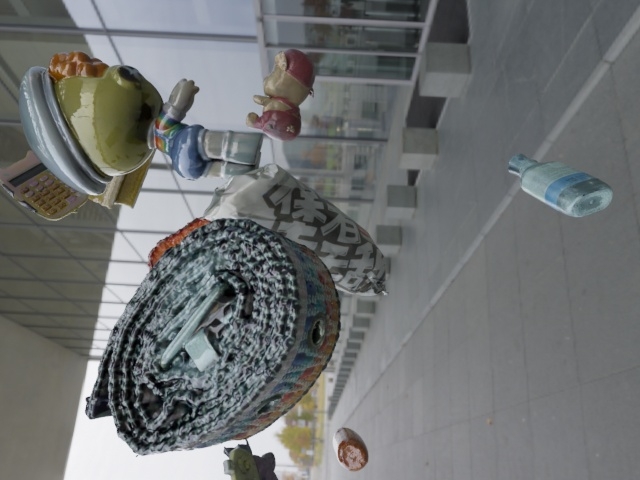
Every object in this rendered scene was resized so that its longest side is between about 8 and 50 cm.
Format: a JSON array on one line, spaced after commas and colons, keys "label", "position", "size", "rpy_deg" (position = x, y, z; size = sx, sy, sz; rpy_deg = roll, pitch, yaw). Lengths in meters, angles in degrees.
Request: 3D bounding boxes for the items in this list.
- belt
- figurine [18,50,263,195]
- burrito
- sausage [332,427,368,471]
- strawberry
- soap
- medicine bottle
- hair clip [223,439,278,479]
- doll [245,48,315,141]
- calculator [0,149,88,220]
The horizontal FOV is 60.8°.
[{"label": "belt", "position": [-0.110, 0.121, 0.640], "size": [0.295, 0.206, 0.160], "rpy_deg": [-55, -24, 6]}, {"label": "figurine", "position": [-0.286, -0.171, 0.862], "size": [0.225, 0.381, 0.205], "rpy_deg": [80, -162, -56]}, {"label": "burrito", "position": [0.000, 0.000, 0.962], "size": [0.101, 0.445, 0.139], "rpy_deg": [29, 89, 50]}, {"label": "sausage", "position": [0.068, 0.483, 1.269], "size": [0.197, 0.076, 0.076], "rpy_deg": [114, 159, -79]}, {"label": "strawberry", "position": [-0.400, 0.063, 1.582], "size": [0.286, 0.188, 0.106], "rpy_deg": [-56, 15, -9]}, {"label": "soap", "position": [-0.685, -0.301, 1.745], "size": [0.335, 0.293, 0.156], "rpy_deg": [-62, -18, 14]}, {"label": "medicine bottle", "position": [0.407, -0.103, 0.960], "size": [0.208, 0.090, 0.054], "rpy_deg": [-124, 17, -60]}, {"label": "hair clip", "position": [-0.123, 0.432, 0.984], "size": [0.146, 0.056, 0.187], "rpy_deg": [38, -173, -42]}, {"label": "doll", "position": [-0.102, -0.414, 1.562], "size": [0.196, 0.152, 0.256], "rpy_deg": [-67, -4, -84]}, {"label": "calculator", "position": [-0.732, -0.139, 1.446], "size": [0.157, 0.236, 0.033], "rpy_deg": [-46, -12, -40]}]
